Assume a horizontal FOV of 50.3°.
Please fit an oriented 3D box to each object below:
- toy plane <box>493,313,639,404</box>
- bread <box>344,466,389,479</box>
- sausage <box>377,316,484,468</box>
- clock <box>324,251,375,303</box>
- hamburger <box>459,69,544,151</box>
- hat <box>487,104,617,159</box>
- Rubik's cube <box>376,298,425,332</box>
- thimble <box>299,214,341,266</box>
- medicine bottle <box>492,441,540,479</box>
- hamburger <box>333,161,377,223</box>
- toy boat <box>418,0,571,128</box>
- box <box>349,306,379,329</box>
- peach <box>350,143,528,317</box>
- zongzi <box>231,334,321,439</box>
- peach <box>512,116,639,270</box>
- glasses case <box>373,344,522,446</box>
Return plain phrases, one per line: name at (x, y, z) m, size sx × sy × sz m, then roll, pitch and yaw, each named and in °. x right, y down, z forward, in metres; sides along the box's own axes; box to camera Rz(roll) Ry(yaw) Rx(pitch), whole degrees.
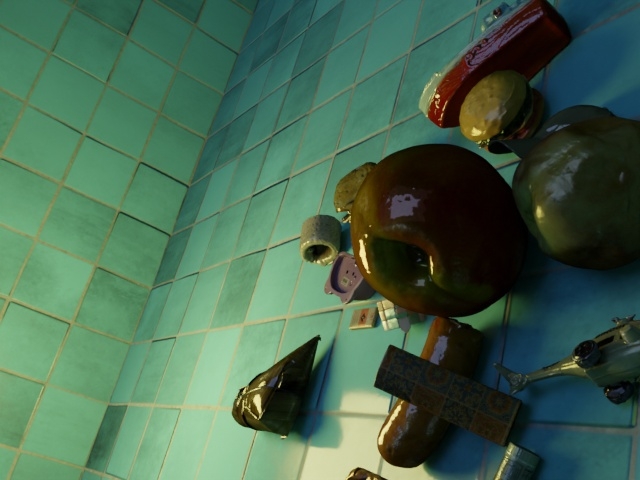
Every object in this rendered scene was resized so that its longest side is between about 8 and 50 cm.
toy plane at (0.363, 0.167, 0.941) m, size 0.286 × 0.092 × 0.108 m, roll -35°, pitch 16°, yaw 42°
bread at (0.111, 0.444, 1.050) m, size 0.149 × 0.158 × 0.143 m, roll 9°, pitch 73°, yaw 58°
sausage at (0.186, 0.259, 1.147) m, size 0.271 × 0.109 × 0.109 m, roll -63°, pitch 27°, yaw -2°
clock at (0.073, 0.091, 1.548) m, size 0.110 × 0.050 × 0.152 m, roll -64°, pitch 26°, yaw -2°
hamburger at (0.345, -0.246, 1.305) m, size 0.162 × 0.115 × 0.162 m, roll -38°, pitch 36°, yaw 35°
hat at (0.383, -0.182, 1.128) m, size 0.144 × 0.173 × 0.166 m, roll -66°, pitch 28°, yaw 9°
Rubik's cube at (0.163, 0.134, 1.323) m, size 0.084 × 0.075 × 0.073 m, roll -33°, pitch 6°, yaw -38°
thimble at (0.000, 0.000, 1.707) m, size 0.115 × 0.102 × 0.090 m, roll 104°, pitch 174°, yaw -55°
medicine bottle at (0.276, 0.336, 0.974) m, size 0.083 × 0.047 × 0.047 m, roll -64°, pitch 27°, yaw -4°
hamburger at (0.123, -0.101, 1.562) m, size 0.185 × 0.131 × 0.159 m, roll -35°, pitch 29°, yaw 32°
toy boat at (0.333, -0.363, 1.392) m, size 0.332 × 0.145 × 0.133 m, roll -41°, pitch 45°, yaw 29°
box at (0.094, 0.170, 1.481) m, size 0.083 × 0.012 × 0.046 m, roll -18°, pitch 49°, yaw 56°
peach at (0.203, -0.024, 1.171) m, size 0.308 × 0.308 × 0.332 m, roll -48°, pitch -3°, yaw 27°
zongzi at (-0.107, 0.329, 1.595) m, size 0.221 × 0.112 × 0.242 m, roll -16°, pitch 44°, yaw 56°
peach at (0.405, -0.071, 0.973) m, size 0.235 × 0.214 × 0.214 m, roll -27°, pitch 39°, yaw 16°
glasses case at (0.195, 0.238, 1.062) m, size 0.218 × 0.049 × 0.075 m, roll 21°, pitch 82°, yaw 23°
